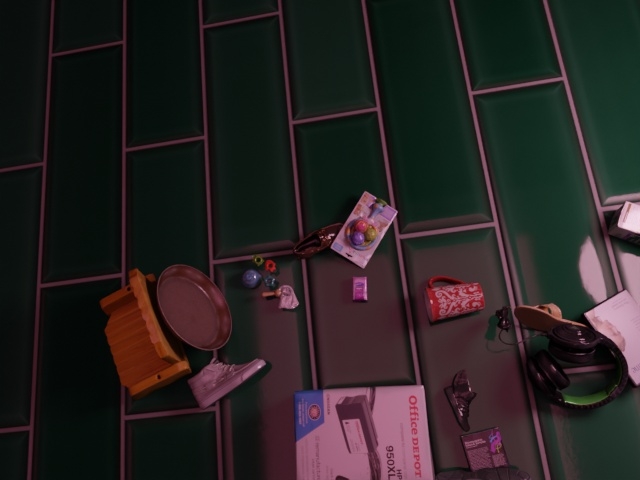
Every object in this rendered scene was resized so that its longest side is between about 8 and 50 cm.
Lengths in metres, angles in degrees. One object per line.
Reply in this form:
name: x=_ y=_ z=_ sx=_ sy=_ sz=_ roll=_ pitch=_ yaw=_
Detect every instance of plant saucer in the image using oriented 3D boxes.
plant saucer: x=-0.417 y=0.224 z=1.800 sx=0.050 sy=0.310 sz=0.310 roll=-35 pitch=70 yaw=23

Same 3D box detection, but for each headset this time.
headset: x=0.704 y=0.335 z=1.650 sx=0.394 sy=0.185 sz=0.243 roll=29 pitch=110 yaw=0

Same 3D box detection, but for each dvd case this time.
dvd case: x=0.935 y=0.293 z=1.675 sx=0.180 sy=0.022 sz=0.253 roll=-25 pitch=72 yaw=-16

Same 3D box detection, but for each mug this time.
mug: x=0.423 y=0.174 z=1.769 sx=0.169 sy=0.113 sz=0.150 roll=-10 pitch=75 yaw=2

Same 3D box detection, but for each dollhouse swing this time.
dollhouse swing: x=-0.608 y=0.302 z=1.775 sx=0.315 sy=0.305 sz=0.347 roll=-27 pitch=73 yaw=6

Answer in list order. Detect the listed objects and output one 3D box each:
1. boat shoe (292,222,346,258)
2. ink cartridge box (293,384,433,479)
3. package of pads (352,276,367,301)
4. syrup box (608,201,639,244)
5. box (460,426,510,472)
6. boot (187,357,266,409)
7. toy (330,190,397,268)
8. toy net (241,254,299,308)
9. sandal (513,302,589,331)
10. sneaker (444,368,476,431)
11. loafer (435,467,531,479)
boat shoe: x=0.000 y=0.000 z=1.903 sx=0.207 sy=0.073 sz=0.073 roll=-32 pitch=71 yaw=-2
ink cartridge box: x=0.129 y=0.588 z=1.664 sx=0.395 sy=0.166 sz=0.285 roll=-5 pitch=74 yaw=7
package of pads: x=0.132 y=0.163 z=1.856 sx=0.050 sy=0.032 sz=0.083 roll=-3 pitch=74 yaw=11
syrup box: x=1.049 y=-0.031 z=1.737 sx=0.237 sy=0.093 sz=0.096 roll=21 pitch=79 yaw=14
box: x=0.500 y=0.656 z=1.659 sx=0.116 sy=0.029 sz=0.162 roll=-15 pitch=74 yaw=5
boot: x=-0.314 y=0.433 z=1.813 sx=0.258 sy=0.095 sz=0.123 roll=-34 pitch=79 yaw=-1
toy: x=0.154 y=-0.042 z=1.883 sx=0.137 sy=0.056 sz=0.237 roll=32 pitch=76 yaw=-2
toy net: x=-0.161 y=0.150 z=1.901 sx=0.232 sy=0.045 sz=0.122 roll=33 pitch=79 yaw=14
sandal: x=0.725 y=0.238 z=1.734 sx=0.240 sy=0.088 sz=0.079 roll=20 pitch=47 yaw=7
sneaker: x=0.445 y=0.492 z=1.703 sx=0.089 sy=0.051 sz=0.170 roll=-25 pitch=69 yaw=6
loafer: x=0.471 y=0.714 z=1.597 sx=0.267 sy=0.096 sz=0.084 roll=-7 pitch=94 yaw=15
